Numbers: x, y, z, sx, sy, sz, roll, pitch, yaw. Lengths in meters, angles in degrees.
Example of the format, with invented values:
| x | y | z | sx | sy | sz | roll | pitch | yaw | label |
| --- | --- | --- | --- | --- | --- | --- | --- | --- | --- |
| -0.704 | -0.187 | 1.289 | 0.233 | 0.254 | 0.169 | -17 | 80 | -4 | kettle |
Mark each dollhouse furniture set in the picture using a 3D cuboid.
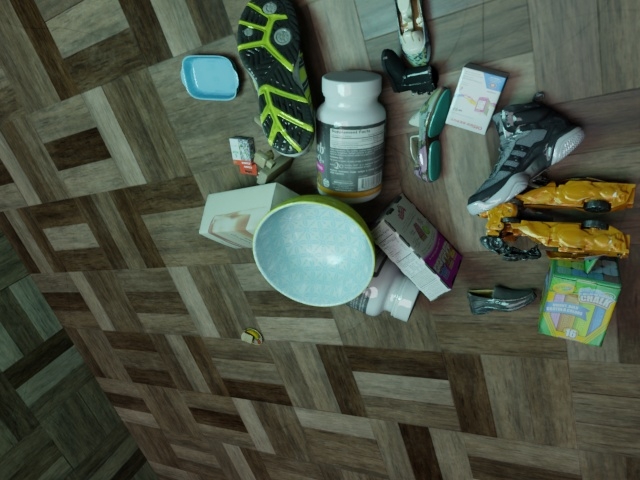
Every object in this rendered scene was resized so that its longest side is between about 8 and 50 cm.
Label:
| x | y | z | sx | sy | sz | roll | pitch | yaw | label |
| --- | --- | --- | --- | --- | --- | --- | --- | --- | --- |
| -0.136 | -0.257 | 1.202 | 0.123 | 0.144 | 0.151 | 40 | 145 | 8 | dollhouse furniture set |

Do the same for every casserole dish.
| x | y | z | sx | sy | sz | roll | pitch | yaw | label |
| --- | --- | --- | --- | --- | --- | --- | --- | --- | --- |
| -0.290 | -0.437 | 1.227 | 0.188 | 0.037 | 0.114 | 10 | 123 | 23 | casserole dish |

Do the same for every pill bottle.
| x | y | z | sx | sy | sz | roll | pitch | yaw | label |
| --- | --- | --- | --- | --- | --- | --- | --- | --- | --- |
| 0.111 | 0.098 | 1.244 | 0.319 | 0.176 | 0.176 | 23 | 127 | 16 | pill bottle |
| 0.070 | -0.239 | 1.067 | 0.162 | 0.162 | 0.278 | 13 | 124 | 22 | pill bottle |

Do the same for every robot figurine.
| x | y | z | sx | sy | sz | roll | pitch | yaw | label |
| --- | --- | --- | --- | --- | --- | --- | --- | --- | --- |
| 0.482 | -0.047 | 0.966 | 0.291 | 0.085 | 0.211 | 7 | 80 | 33 | robot figurine |

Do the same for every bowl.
| x | y | z | sx | sy | sz | roll | pitch | yaw | label |
| --- | --- | --- | --- | --- | --- | --- | --- | --- | --- |
| 0.000 | 0.000 | 1.100 | 0.290 | 0.156 | 0.289 | 8 | 124 | 12 | bowl |

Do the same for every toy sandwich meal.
| x | y | z | sx | sy | sz | roll | pitch | yaw | label |
| --- | --- | --- | --- | --- | --- | --- | --- | --- | --- |
| -0.256 | 0.362 | 1.709 | 0.086 | 0.029 | 0.085 | 14 | 125 | 21 | toy sandwich meal |

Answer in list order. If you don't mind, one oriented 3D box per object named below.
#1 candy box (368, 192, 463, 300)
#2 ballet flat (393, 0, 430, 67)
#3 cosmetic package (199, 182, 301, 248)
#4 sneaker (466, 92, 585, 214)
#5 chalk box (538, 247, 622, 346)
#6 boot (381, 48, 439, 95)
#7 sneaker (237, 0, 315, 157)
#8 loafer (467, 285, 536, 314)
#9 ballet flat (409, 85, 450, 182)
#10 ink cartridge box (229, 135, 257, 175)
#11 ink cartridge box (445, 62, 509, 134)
| x | y | z | sx | sy | sz | roll | pitch | yaw | label |
| --- | --- | --- | --- | --- | --- | --- | --- | --- | --- |
| 0.236 | 0.013 | 1.132 | 0.233 | 0.159 | 0.071 | 47 | 128 | -3 | candy box |
| 0.181 | -0.445 | 0.940 | 0.070 | 0.070 | 0.188 | -4 | 117 | 31 | ballet flat |
| -0.184 | -0.060 | 1.275 | 0.296 | 0.129 | 0.153 | -3 | 160 | 43 | cosmetic package |
| 0.380 | -0.178 | 0.933 | 0.268 | 0.101 | 0.153 | -39 | 84 | 5 | sneaker |
| 0.574 | 0.103 | 1.017 | 0.132 | 0.132 | 0.213 | 11 | 122 | 23 | chalk box |
| 0.192 | -0.359 | 0.975 | 0.099 | 0.045 | 0.121 | 10 | 155 | 34 | boot |
| -0.099 | -0.374 | 1.060 | 0.145 | 0.147 | 0.384 | -7 | 87 | 3 | sneaker |
| 0.453 | 0.144 | 1.158 | 0.170 | 0.062 | 0.061 | -19 | 103 | 35 | loafer |
| 0.239 | -0.238 | 1.038 | 0.079 | 0.077 | 0.221 | 27 | 131 | 38 | ballet flat |
| -0.220 | -0.239 | 1.315 | 0.063 | 0.029 | 0.115 | 10 | 123 | 23 | ink cartridge box |
| 0.326 | -0.295 | 0.959 | 0.089 | 0.052 | 0.122 | 22 | 128 | 16 | ink cartridge box |
